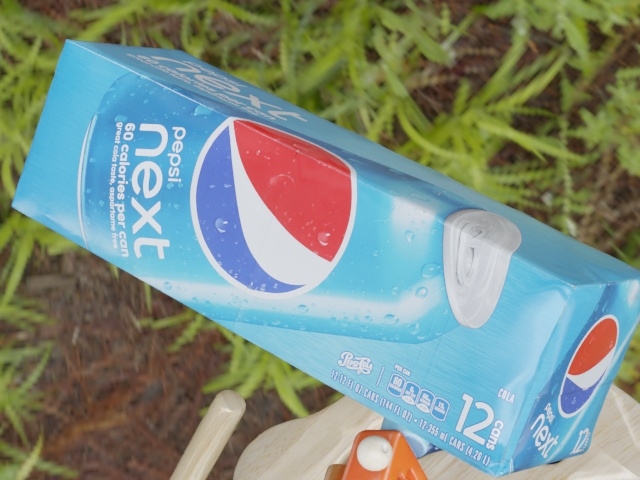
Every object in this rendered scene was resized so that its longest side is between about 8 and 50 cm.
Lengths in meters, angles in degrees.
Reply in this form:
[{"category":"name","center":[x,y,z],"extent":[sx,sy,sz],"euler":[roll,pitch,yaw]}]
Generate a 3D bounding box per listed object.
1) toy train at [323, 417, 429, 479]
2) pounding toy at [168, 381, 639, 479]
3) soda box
[{"category":"toy train","center":[0.012,0.151,0.628],"extent":[0.046,0.166,0.125],"euler":[-2,143,25]},{"category":"pounding toy","center":[0.027,0.137,0.754],"extent":[0.269,0.154,0.155],"euler":[-29,157,13]},{"category":"soda box","center":[0.000,0.000,0.593],"extent":[0.071,0.210,0.067],"euler":[-2,115,-58]}]
